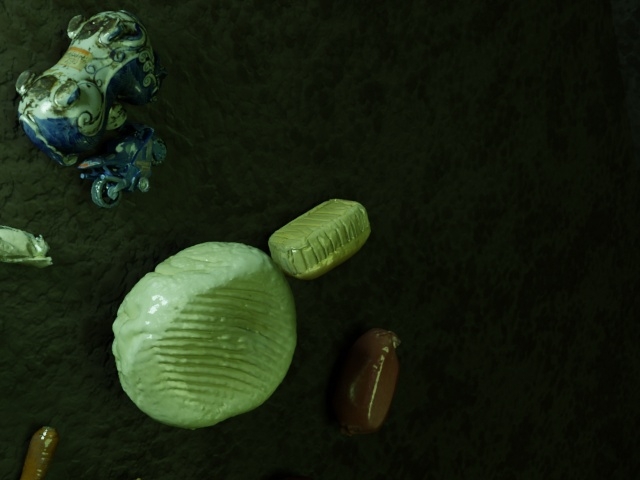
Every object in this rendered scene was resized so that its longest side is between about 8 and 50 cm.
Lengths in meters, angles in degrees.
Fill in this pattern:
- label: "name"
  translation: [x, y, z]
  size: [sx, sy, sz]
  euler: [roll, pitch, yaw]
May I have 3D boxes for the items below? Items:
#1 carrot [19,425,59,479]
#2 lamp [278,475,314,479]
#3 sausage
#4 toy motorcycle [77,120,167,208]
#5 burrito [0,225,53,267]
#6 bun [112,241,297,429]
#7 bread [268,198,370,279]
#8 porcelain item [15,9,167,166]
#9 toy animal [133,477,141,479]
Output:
- label: "carrot"
  translation: [-0.509, 0.425, 1.479]
  size: [0.048, 0.048, 0.216]
  euler: [25, 85, -42]
- label: "lamp"
  translation: [-0.054, 0.606, 1.853]
  size: [0.182, 0.140, 0.182]
  euler: [-7, 100, -45]
- label: "sausage"
  translation: [0.108, 0.331, 1.969]
  size: [0.148, 0.148, 0.254]
  euler: [31, 71, -41]
- label: "toy motorcycle"
  translation: [-0.346, -0.145, 1.516]
  size: [0.205, 0.076, 0.114]
  euler: [-51, 135, -42]
- label: "burrito"
  translation: [-0.545, 0.003, 1.375]
  size: [0.230, 0.058, 0.063]
  euler: [13, 92, -41]
- label: "bun"
  translation: [-0.222, 0.165, 1.576]
  size: [0.349, 0.227, 0.352]
  euler: [24, 82, -42]
- label: "bread"
  translation: [0.000, 0.000, 1.816]
  size: [0.236, 0.140, 0.106]
  euler: [-32, 120, -32]
- label: "porcelain item"
  translation: [-0.384, -0.255, 1.448]
  size: [0.288, 0.138, 0.186]
  euler: [-61, 147, -24]
- label: "toy animal"
  translation: [-0.387, 0.513, 1.579]
  size: [0.116, 0.114, 0.255]
  euler: [-41, 129, 21]
